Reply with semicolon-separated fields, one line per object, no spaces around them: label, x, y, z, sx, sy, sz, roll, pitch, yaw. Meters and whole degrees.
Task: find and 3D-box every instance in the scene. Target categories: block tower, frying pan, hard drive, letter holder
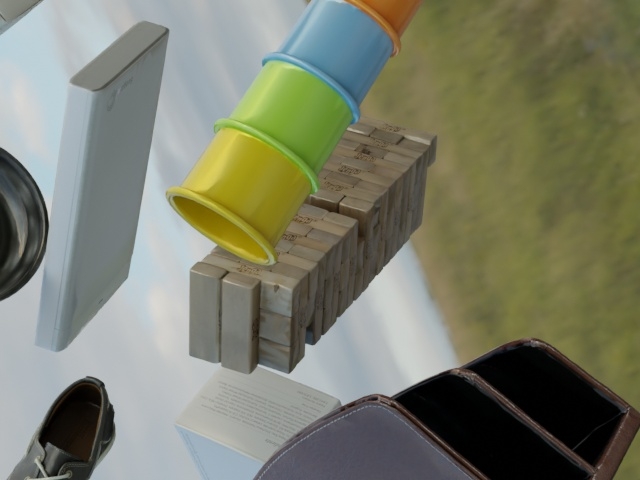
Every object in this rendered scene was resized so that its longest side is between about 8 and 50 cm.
block tower;0.000;0.000;1.620;0.335;0.091;0.097;-46;-33;-51
frying pan;-0.398;0.033;1.815;0.197;0.326;0.053;29;150;-10
hard drive;-0.233;-0.058;1.917;0.203;0.040;0.307;-56;-19;-60
letter holder;0.091;0.188;1.558;0.214;0.152;0.302;38;147;-5

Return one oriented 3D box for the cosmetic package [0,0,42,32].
cosmetic package;-0.203;-0.152;1.125;0.041;0.060;0.115;54;155;-10

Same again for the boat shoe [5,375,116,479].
boat shoe;-0.270;0.234;1.773;0.079;0.084;0.233;106;-172;-50

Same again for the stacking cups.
stacking cups;0.013;-0.133;1.326;0.096;0.316;0.096;32;167;9

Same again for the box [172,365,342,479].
box;-0.054;0.261;2.180;0.182;0.119;0.181;19;145;35
